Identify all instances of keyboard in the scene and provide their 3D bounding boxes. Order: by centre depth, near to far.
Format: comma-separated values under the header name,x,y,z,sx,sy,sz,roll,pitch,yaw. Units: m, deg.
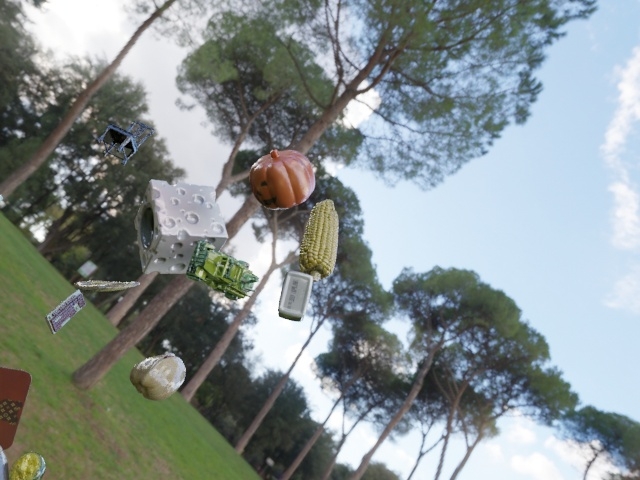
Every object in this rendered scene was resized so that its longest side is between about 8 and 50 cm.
name,x,y,z,sx,sy,sz,roll,pitch,yaw
keyboard,-0.678,0.185,1.319,0.166,0.017,0.055,-86,162,-71

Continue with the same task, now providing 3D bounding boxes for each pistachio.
name,x,y,z,sx,sy,sz,roll,pitch,yaw
pistachio,-0.374,0.313,1.146,0.113,0.113,0.149,40,14,4

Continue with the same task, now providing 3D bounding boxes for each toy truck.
name,x,y,z,sx,sy,sz,roll,pitch,yaw
toy truck,-0.281,0.094,1.503,0.135,0.128,0.259,2,-23,36

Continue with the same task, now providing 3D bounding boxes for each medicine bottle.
name,x,y,z,sx,sy,sz,roll,pitch,yaw
medicine bottle,-0.078,0.177,1.497,0.088,0.132,0.188,12,-17,-1

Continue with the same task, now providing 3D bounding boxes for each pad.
name,x,y,z,sx,sy,sz,roll,pitch,yaw
pad,-1.067,0.543,1.606,0.181,0.267,0.004,16,-2,-16

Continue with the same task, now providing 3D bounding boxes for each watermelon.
name,x,y,z,sx,sy,sz,roll,pitch,yaw
watermelon,-0.829,0.662,1.405,0.105,0.105,0.062,26,-25,32

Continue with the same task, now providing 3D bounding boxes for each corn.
name,x,y,z,sx,sy,sz,roll,pitch,yaw
corn,0.000,0.000,1.739,0.130,0.347,0.130,7,-35,5

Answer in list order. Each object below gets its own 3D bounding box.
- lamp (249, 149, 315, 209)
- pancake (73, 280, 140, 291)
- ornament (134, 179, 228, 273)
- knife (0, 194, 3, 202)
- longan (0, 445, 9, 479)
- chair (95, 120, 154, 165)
name,x,y,z,sx,sy,sz,roll,pitch,yaw
lamp,-0.111,-0.182,1.409,0.187,0.187,0.164,16,-49,44
pancake,-0.862,0.183,1.992,0.249,0.031,0.250,1,-1,0
ornament,-0.506,-0.041,1.766,0.239,0.239,0.240,-49,-129,40
knife,-0.996,-0.118,1.488,0.222,0.064,0.031,9,-34,51
longan,-0.958,0.618,1.260,0.300,0.243,0.300,13,12,-3
chair,-0.764,-0.418,1.951,0.106,0.229,0.113,25,-30,3
